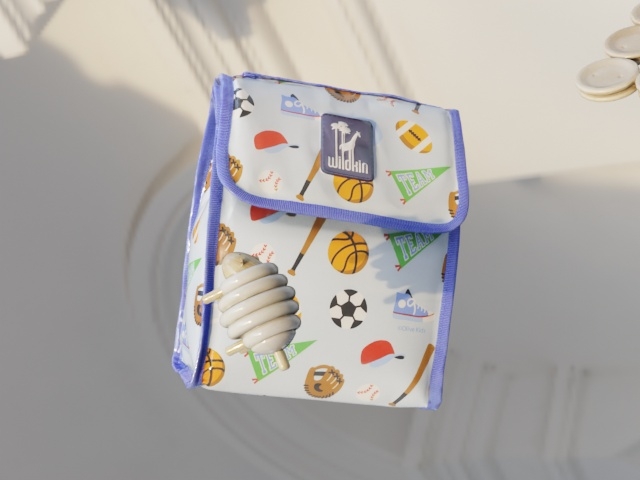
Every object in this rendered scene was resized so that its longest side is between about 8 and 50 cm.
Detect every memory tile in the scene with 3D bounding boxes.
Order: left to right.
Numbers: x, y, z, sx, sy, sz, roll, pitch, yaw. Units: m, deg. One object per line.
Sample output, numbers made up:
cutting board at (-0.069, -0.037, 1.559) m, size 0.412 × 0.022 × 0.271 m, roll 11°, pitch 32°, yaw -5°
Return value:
memory tile at (0.228, -0.106, 0.733) m, size 0.113 × 0.148 × 0.012 m, roll -48°, pitch -48°, yaw -36°

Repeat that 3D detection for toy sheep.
toy sheep at (-0.063, 0.071, 1.320) m, size 0.091 × 0.091 × 0.132 m, roll -15°, pitch -102°, yaw -62°

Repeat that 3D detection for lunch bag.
lunch bag at (0.000, 0.000, 1.624) m, size 0.239 × 0.327 × 0.386 m, roll -171°, pitch 89°, yaw -76°
